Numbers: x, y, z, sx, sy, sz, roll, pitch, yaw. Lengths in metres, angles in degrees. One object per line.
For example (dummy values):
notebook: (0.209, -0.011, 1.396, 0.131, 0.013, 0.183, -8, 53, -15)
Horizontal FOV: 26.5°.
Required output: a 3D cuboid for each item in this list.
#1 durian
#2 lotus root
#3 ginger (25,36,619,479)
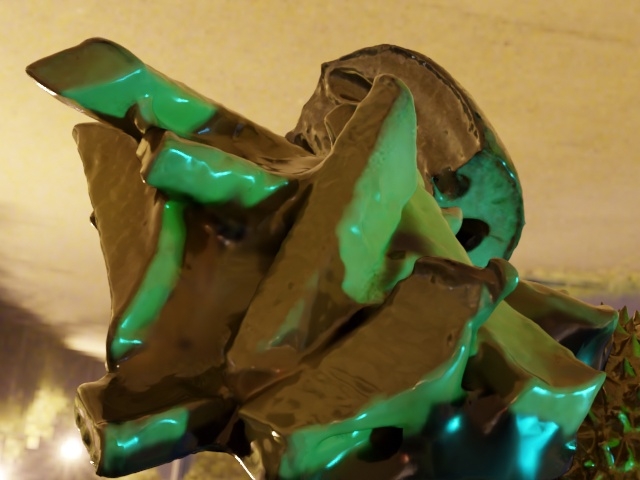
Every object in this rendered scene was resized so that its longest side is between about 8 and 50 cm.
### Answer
durian: (0.225, 0.153, 1.139, 0.172, 0.166, 0.306, -24, -157, 17)
lotus root: (0.097, -0.075, 1.397, 0.142, 0.210, 0.314, 23, -165, -37)
ginger: (0.000, 0.000, 0.891, 0.414, 0.211, 0.358, 11, -156, 8)
